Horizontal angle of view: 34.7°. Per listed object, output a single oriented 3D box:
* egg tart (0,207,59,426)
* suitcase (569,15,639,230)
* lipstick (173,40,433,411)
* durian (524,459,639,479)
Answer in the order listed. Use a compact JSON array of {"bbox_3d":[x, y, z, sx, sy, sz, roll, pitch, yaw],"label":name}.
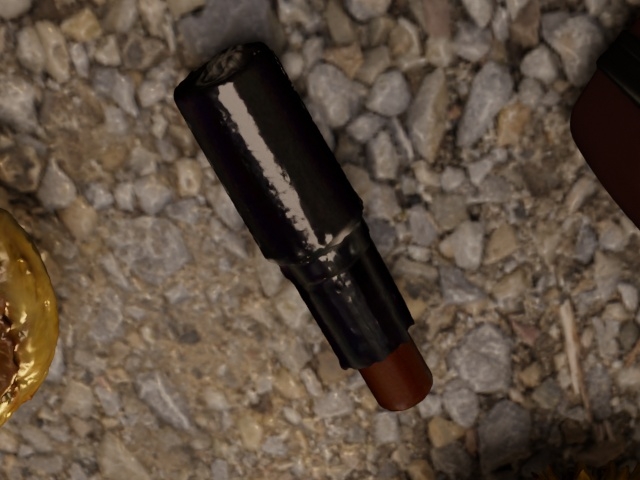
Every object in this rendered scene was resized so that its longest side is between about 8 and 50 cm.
[{"bbox_3d":[-0.326,0.038,0.713,0.290,0.115,0.290,0,118,-1],"label":"egg tart"},{"bbox_3d":[0.322,-0.033,0.638,0.297,0.236,0.161,29,111,-16],"label":"suitcase"},{"bbox_3d":[0.000,0.000,0.727,0.081,0.081,0.300,-27,113,10],"label":"lipstick"},{"bbox_3d":[0.220,0.344,0.789,0.384,0.347,0.347,-23,120,-27],"label":"durian"}]
